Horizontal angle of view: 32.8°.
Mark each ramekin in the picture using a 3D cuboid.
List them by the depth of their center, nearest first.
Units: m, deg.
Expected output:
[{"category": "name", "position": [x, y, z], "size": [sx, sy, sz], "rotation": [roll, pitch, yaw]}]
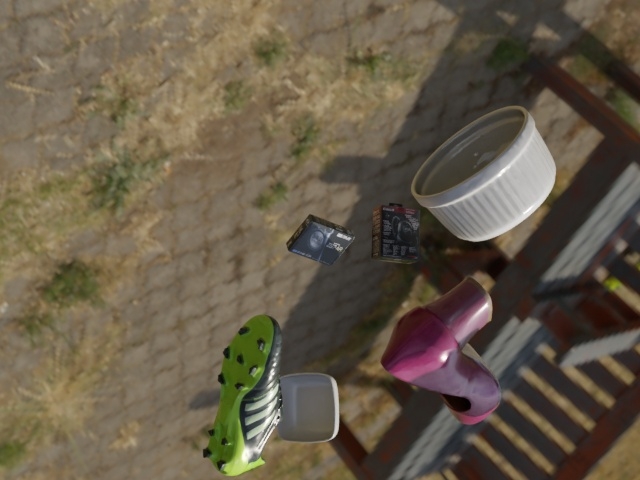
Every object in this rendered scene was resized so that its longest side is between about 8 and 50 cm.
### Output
[{"category": "ramekin", "position": [0.247, -0.092, 1.603], "size": [0.207, 0.207, 0.109], "rotation": [-40, 108, -2]}]

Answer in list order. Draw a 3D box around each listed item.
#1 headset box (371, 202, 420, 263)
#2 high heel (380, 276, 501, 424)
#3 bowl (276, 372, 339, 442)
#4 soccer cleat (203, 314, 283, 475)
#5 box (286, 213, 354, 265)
[{"category": "headset box", "position": [0.106, -0.012, 1.533], "size": [0.062, 0.083, 0.032], "rotation": [6, 167, -22]}, {"category": "high heel", "position": [0.165, 0.206, 1.608], "size": [0.181, 0.127, 0.377], "rotation": [-36, 144, -17]}, {"category": "bowl", "position": [-0.020, 0.343, 2.238], "size": [0.142, 0.142, 0.053], "rotation": [-6, 173, 30]}, {"category": "soccer cleat", "position": [-0.065, 0.151, 1.076], "size": [0.072, 0.060, 0.179], "rotation": [-4, 118, -44]}, {"category": "box", "position": [0.000, 0.000, 1.654], "size": [0.083, 0.018, 0.067], "rotation": [21, 123, -32]}]
